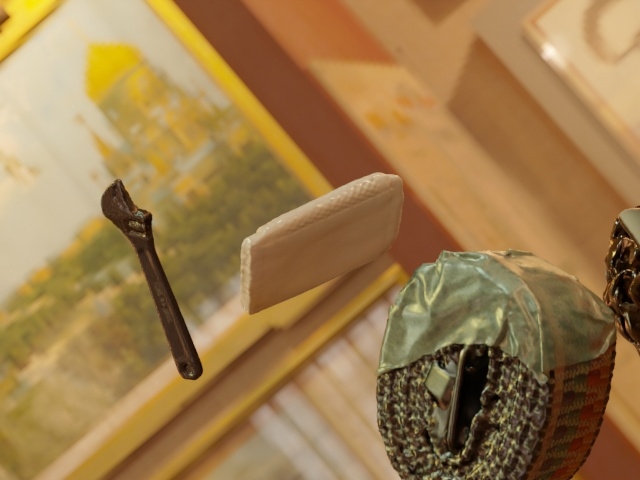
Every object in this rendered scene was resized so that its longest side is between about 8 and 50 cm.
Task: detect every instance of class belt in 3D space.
[{"bbox_3d":[0.164,0.132,1.760,0.150,0.207,0.257,-8,-70,-53],"label":"belt"}]

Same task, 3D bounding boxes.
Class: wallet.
[{"bbox_3d":[0.000,0.000,1.803,0.183,0.032,0.124,-26,-35,-23],"label":"wallet"}]

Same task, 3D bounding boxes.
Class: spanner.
[{"bbox_3d":[-0.155,0.038,1.696,0.046,0.208,0.012,-9,21,31],"label":"spanner"}]

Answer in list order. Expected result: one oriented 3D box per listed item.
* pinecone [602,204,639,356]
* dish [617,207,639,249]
[{"bbox_3d":[0.405,0.040,1.917,0.243,0.243,0.257,-38,37,-18],"label":"pinecone"},{"bbox_3d":[0.379,0.050,1.589,0.080,0.182,0.243,-47,28,15],"label":"dish"}]
